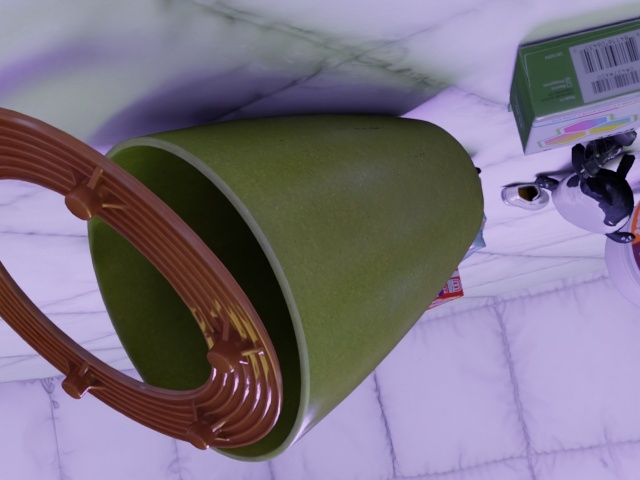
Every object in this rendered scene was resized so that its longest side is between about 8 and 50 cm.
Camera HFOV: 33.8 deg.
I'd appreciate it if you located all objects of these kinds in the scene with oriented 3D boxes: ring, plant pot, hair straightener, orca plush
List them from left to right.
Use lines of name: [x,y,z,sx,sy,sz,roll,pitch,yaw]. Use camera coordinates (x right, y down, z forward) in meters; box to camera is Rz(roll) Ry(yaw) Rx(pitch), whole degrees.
ring: [-0.175,0.045,0.781,0.336,0.336,0.032,-23,-157,52]
plant pot: [0.000,0.000,0.912,0.293,0.275,0.275,-26,-179,-37]
orca plush: [0.368,-0.084,1.397,0.151,0.102,0.287,33,179,26]
hair straightener: [0.303,-0.110,1.127,0.089,0.047,0.230,-44,177,2]

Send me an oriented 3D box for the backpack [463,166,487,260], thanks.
backpack: [0.128,-0.025,1.260,0.152,0.115,0.182,-5,166,-22]

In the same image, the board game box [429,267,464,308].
board game box: [0.127,0.024,1.454,0.045,0.147,0.193,-8,171,-17]

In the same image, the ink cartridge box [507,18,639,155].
ink cartridge box: [0.229,-0.124,0.936,0.109,0.062,0.209,-13,171,5]

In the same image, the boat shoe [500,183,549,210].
boat shoe: [0.298,-0.064,1.488,0.100,0.035,0.035,6,164,-42]

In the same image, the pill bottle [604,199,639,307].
pill bottle: [0.610,-0.011,1.599,0.224,0.224,0.392,-9,170,-16]
